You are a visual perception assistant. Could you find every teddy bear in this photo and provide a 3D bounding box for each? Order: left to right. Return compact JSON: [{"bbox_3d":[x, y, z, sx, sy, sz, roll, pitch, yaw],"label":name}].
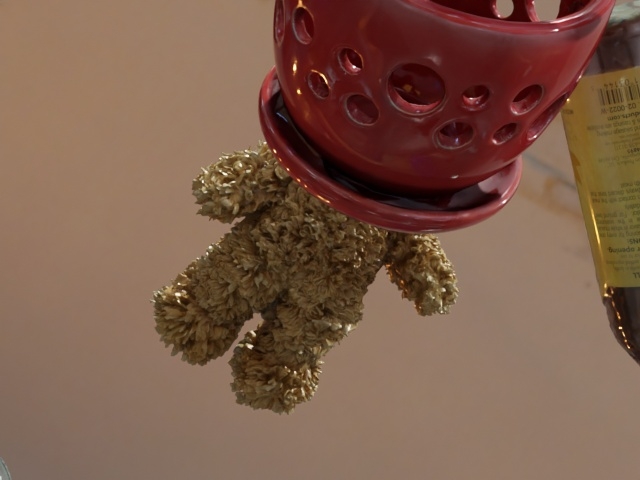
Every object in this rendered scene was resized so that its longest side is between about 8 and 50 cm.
[{"bbox_3d":[0.000,0.000,1.647,0.338,0.113,0.245,-36,-83,9],"label":"teddy bear"}]

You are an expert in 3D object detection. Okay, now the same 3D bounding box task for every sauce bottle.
[{"bbox_3d":[0.244,0.004,1.335,0.111,0.111,0.344,-7,-79,28],"label":"sauce bottle"}]

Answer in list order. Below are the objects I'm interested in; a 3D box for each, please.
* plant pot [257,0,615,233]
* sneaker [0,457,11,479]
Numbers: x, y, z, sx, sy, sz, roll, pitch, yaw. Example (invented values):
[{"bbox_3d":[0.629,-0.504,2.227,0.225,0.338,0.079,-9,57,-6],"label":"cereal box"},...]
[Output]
[{"bbox_3d":[0.057,-0.114,1.119,0.191,0.191,0.174,28,-51,6],"label":"plant pot"},{"bbox_3d":[-0.176,0.153,0.901,0.234,0.078,0.106,48,-57,6],"label":"sneaker"}]
